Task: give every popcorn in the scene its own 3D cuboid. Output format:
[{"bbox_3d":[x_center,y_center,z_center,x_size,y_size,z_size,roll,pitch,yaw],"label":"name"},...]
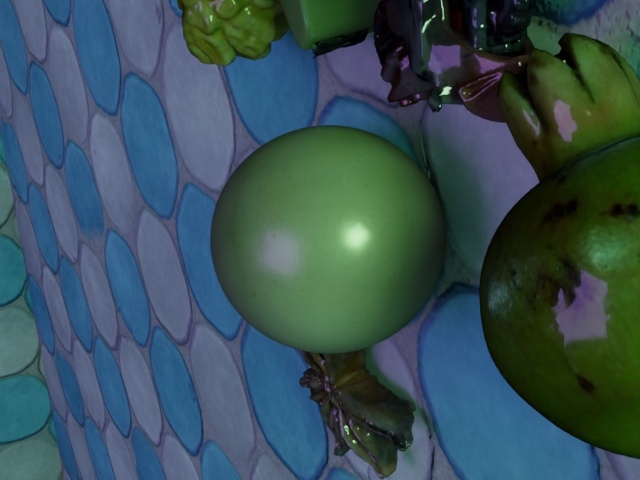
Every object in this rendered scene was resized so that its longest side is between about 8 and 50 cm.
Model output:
[{"bbox_3d":[-0.085,-0.249,0.884,0.173,0.142,0.173,47,154,32],"label":"popcorn"}]

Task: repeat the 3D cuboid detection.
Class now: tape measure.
[{"bbox_3d":[0.001,-0.272,0.740,0.175,0.106,0.200,138,116,-75],"label":"tape measure"}]

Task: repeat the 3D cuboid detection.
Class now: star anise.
[{"bbox_3d":[0.026,0.147,0.965,0.208,0.063,0.172,59,154,20],"label":"star anise"}]

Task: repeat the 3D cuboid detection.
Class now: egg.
[{"bbox_3d":[0.000,0.000,0.791,0.253,0.188,0.189,-11,94,69],"label":"egg"}]

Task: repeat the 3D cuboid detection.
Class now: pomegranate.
[{"bbox_3d":[0.170,0.005,0.511,0.190,0.159,0.241,12,109,59],"label":"pomegranate"}]

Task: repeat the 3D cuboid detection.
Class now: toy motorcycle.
[{"bbox_3d":[0.093,-0.134,0.664,0.212,0.084,0.118,177,77,-70],"label":"toy motorcycle"}]
